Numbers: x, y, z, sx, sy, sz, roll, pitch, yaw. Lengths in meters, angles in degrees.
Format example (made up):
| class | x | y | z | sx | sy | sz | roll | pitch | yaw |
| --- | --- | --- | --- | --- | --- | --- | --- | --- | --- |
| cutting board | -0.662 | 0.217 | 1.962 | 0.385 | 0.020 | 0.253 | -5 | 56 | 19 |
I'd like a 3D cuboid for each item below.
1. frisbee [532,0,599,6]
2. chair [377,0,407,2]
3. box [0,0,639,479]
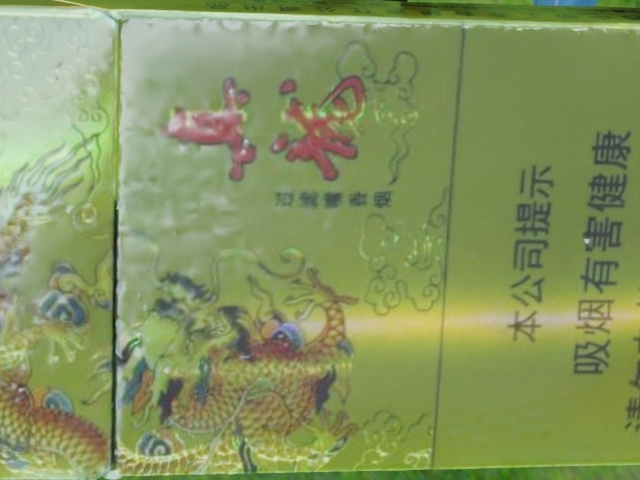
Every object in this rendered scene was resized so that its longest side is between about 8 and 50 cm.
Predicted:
| class | x | y | z | sx | sy | sz | roll | pitch | yaw |
| --- | --- | --- | --- | --- | --- | --- | --- | --- | --- |
| frisbee | 0.170 | -0.218 | 0.927 | 0.045 | 0.242 | 0.242 | 31 | 75 | -3 |
| chair | 0.068 | -0.218 | 0.643 | 0.260 | 0.141 | 0.154 | -41 | 82 | -8 |
| box | 0.000 | 0.000 | 0.616 | 0.311 | 0.173 | 0.043 | 1 | 16 | -9 |
